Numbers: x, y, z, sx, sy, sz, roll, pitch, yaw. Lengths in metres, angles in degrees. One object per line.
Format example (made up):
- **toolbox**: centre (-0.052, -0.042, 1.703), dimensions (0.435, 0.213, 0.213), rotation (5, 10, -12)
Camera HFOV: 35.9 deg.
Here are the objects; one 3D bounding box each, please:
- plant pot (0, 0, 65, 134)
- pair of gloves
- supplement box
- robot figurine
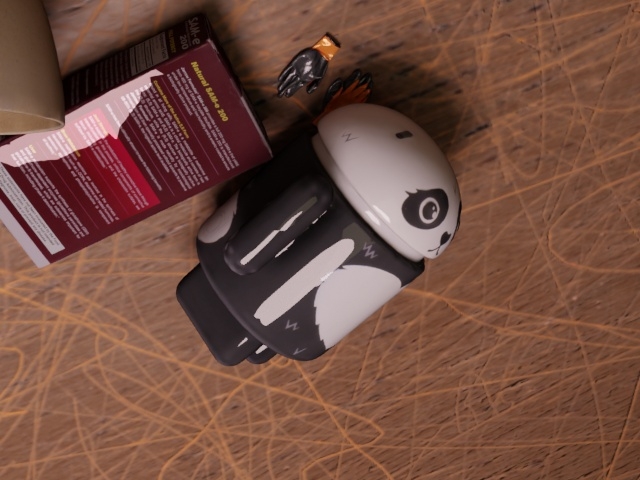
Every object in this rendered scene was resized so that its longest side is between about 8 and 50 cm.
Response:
- **plant pot**: centre (-0.323, -0.179, 0.690), dimensions (0.284, 0.284, 0.191), rotation (1, 92, -14)
- **pair of gloves**: centre (0.005, -0.143, 0.921), dimensions (0.074, 0.010, 0.083), rotation (-43, 121, 16)
- **supplement box**: centre (-0.178, -0.087, 0.877), dimensions (0.239, 0.073, 0.130), rotation (-24, 126, 4)
- **robot figurine**: centre (0.001, 0.002, 0.915), dimensions (0.278, 0.209, 0.173), rotation (-41, 110, 15)
